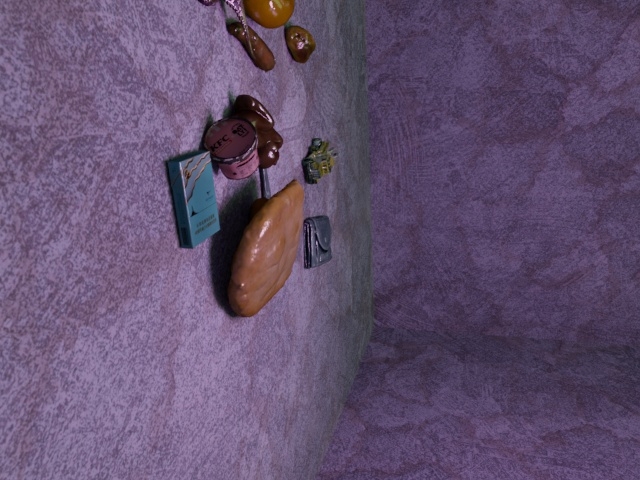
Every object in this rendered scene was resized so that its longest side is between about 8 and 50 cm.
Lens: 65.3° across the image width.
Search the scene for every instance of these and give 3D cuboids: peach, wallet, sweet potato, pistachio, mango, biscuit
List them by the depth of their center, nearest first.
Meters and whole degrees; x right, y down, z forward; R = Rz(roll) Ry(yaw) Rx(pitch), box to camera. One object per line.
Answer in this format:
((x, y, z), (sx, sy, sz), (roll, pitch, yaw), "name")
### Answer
((-0.163, 0.041, 1.634), (0.446, 0.103, 0.430), (-48, 157, -60), "biscuit")
((-0.219, -0.641, 1.636), (0.273, 0.075, 0.075), (30, 62, -69), "sweet potato")
((-0.178, -0.833, 1.639), (0.251, 0.153, 0.251), (8, 81, -58), "peach")
((-0.206, -0.071, 1.709), (0.105, 0.084, 0.160), (-34, 146, -70), "mango")
((-0.075, -0.801, 2.053), (0.100, 0.110, 0.189), (64, 3, 28), "pistachio")
((0.000, 0.000, 2.447), (0.342, 0.075, 0.237), (-18, 105, -73), "wallet")

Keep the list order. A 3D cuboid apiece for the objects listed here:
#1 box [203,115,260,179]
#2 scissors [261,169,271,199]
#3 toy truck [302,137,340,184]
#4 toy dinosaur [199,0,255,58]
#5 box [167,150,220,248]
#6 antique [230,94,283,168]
((-0.246, -0.257, 1.444), (0.135, 0.151, 0.151), (77, 20, -61), "box")
((-0.191, -0.134, 1.838), (0.193, 0.029, 0.448), (-55, 144, -63), "scissors")
((0.008, -0.372, 2.327), (0.260, 0.135, 0.128), (-64, 150, -49), "toy truck")
((-0.258, -0.692, 1.465), (0.251, 0.072, 0.200), (40, 56, -64), "toy dinosaur")
((-0.332, -0.113, 1.332), (0.162, 0.041, 0.229), (-53, 142, -64), "box")
((-0.208, -0.329, 1.608), (0.257, 0.121, 0.144), (59, 38, -60), "antique")
